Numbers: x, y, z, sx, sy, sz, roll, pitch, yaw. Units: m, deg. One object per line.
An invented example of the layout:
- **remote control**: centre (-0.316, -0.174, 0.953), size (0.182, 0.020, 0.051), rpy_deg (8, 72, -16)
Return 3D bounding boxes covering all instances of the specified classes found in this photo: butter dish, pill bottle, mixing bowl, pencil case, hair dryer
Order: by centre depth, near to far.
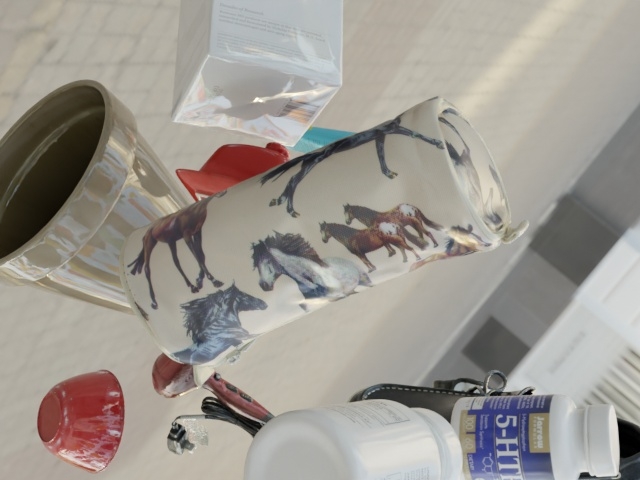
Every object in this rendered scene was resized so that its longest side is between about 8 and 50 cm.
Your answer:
- **pill bottle**: centre (0.042, 0.220, 1.075), size (0.131, 0.131, 0.229), rpy_deg (-54, 152, 18)
- **pencil case**: centre (0.000, 0.000, 1.179), size (0.410, 0.183, 0.160), rpy_deg (-23, -161, 18)
- **pill bottle**: centre (0.259, 0.242, 1.342), size (0.112, 0.187, 0.112), rpy_deg (-6, 90, -69)
- **butter dish**: centre (-0.075, -0.071, 1.409), size (0.118, 0.160, 0.160), rpy_deg (-65, 152, -22)
- **hair dryer**: centre (-0.166, 0.234, 1.828), size (0.080, 0.224, 0.293), rpy_deg (-79, 164, -54)
- **mixing bowl**: centre (-0.425, 0.308, 1.927), size (0.098, 0.181, 0.181), rpy_deg (13, 121, -40)

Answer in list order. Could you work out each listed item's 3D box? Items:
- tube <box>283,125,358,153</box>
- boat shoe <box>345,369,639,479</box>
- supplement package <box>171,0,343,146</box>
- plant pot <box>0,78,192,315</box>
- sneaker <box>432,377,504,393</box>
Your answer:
- **tube**: centre (0.025, -0.153, 1.786), size (0.080, 0.207, 0.052), rpy_deg (73, 33, -55)
- **boat shoe**: centre (0.259, 0.283, 1.623), size (0.187, 0.500, 0.156), rpy_deg (-43, 136, -43)
- **supplement package**: centre (-0.079, -0.301, 1.442), size (0.177, 0.175, 0.293), rpy_deg (135, -39, -59)
- **plant pot**: centre (-0.329, -0.030, 1.670), size (0.323, 0.323, 0.280), rpy_deg (-50, 126, 1)
- **sneaker**: centre (0.166, 0.371, 1.824), size (0.447, 0.257, 0.169), rpy_deg (-13, 169, -19)
